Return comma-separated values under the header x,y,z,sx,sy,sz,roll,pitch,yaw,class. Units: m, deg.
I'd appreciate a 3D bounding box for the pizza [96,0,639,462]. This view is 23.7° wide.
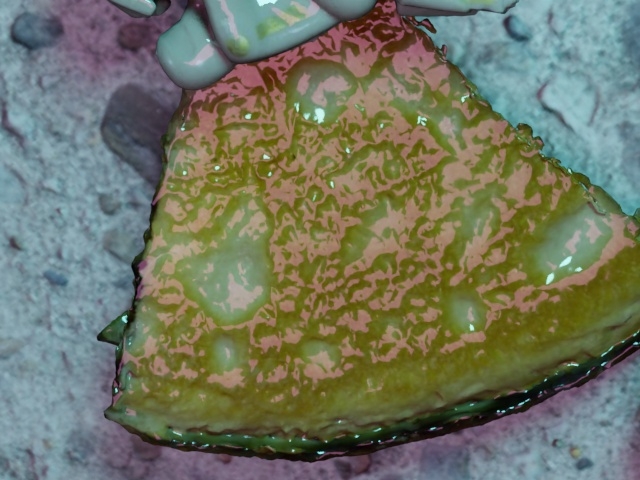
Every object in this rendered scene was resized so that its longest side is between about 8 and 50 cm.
x,y,z,sx,sy,sz,roll,pitch,yaw,class
0.010,0.030,1.134,0.435,0.080,0.392,41,102,-12,pizza

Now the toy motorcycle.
x,y,z,sx,sy,sz,roll,pitch,yaw,class
-0.039,-0.204,0.973,0.341,0.108,0.223,5,101,2,toy motorcycle
